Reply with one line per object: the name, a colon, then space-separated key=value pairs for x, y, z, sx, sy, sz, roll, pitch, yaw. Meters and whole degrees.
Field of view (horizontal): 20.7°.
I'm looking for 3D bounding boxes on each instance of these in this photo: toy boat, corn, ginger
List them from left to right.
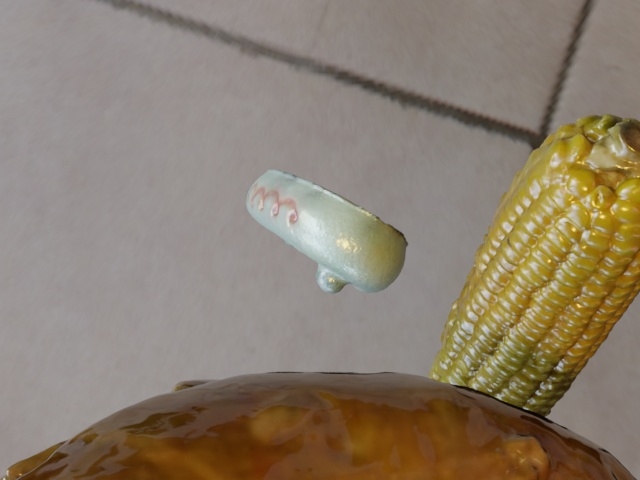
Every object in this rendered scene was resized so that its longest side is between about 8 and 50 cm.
ginger: x=-0.017 y=0.134 z=0.686 sx=0.321 sy=0.172 sz=0.165 roll=-4 pitch=116 yaw=-24
toy boat: x=0.000 y=0.000 z=1.570 sx=0.134 sy=0.207 sz=0.079 roll=36 pitch=85 yaw=-26
corn: x=0.158 y=0.045 z=1.284 sx=0.120 sy=0.120 sz=0.363 roll=21 pitch=135 yaw=-4
